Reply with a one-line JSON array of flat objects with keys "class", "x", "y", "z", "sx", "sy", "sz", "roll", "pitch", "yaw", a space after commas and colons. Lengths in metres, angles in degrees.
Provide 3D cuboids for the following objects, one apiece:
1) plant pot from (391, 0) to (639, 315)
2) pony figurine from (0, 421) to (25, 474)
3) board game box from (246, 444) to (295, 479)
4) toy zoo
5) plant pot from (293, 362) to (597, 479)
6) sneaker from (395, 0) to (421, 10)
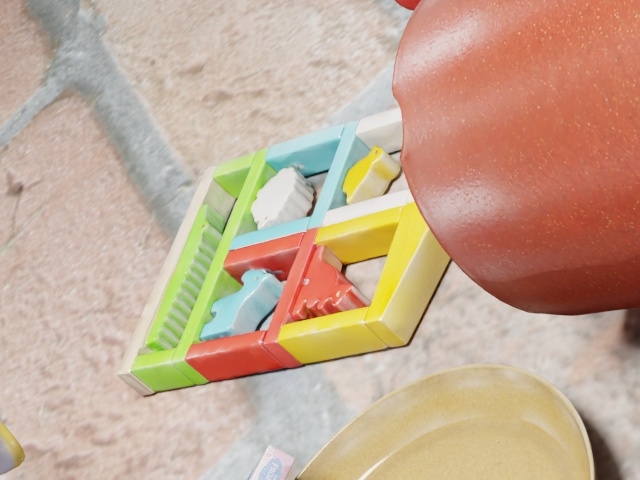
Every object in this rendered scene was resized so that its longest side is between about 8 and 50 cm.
[{"class": "plant pot", "x": 0.193, "y": -0.081, "z": 0.909, "sx": 0.265, "sy": 0.272, "sz": 0.272, "roll": -19, "pitch": 40, "yaw": 50}, {"class": "pony figurine", "x": -0.357, "y": 0.202, "z": 1.078, "sx": 0.363, "sy": 0.303, "sz": 0.351, "roll": -38, "pitch": 8, "yaw": -29}, {"class": "board game box", "x": -0.049, "y": 0.171, "z": 1.070, "sx": 0.090, "sy": 0.020, "sz": 0.090, "roll": -62, "pitch": 1, "yaw": -24}, {"class": "toy zoo", "x": 0.000, "y": 0.000, "z": 1.240, "sx": 0.293, "sy": 0.030, "sz": 0.192, "roll": -14, "pitch": 44, "yaw": 42}, {"class": "plant pot", "x": 0.053, "y": 0.172, "z": 0.982, "sx": 0.236, "sy": 0.032, "sz": 0.236, "roll": -32, "pitch": 34, "yaw": 25}, {"class": "sneaker", "x": 0.144, "y": -0.207, "z": 1.240, "sx": 0.279, "sy": 0.107, "sz": 0.118, "roll": -20, "pitch": 49, "yaw": 40}]
